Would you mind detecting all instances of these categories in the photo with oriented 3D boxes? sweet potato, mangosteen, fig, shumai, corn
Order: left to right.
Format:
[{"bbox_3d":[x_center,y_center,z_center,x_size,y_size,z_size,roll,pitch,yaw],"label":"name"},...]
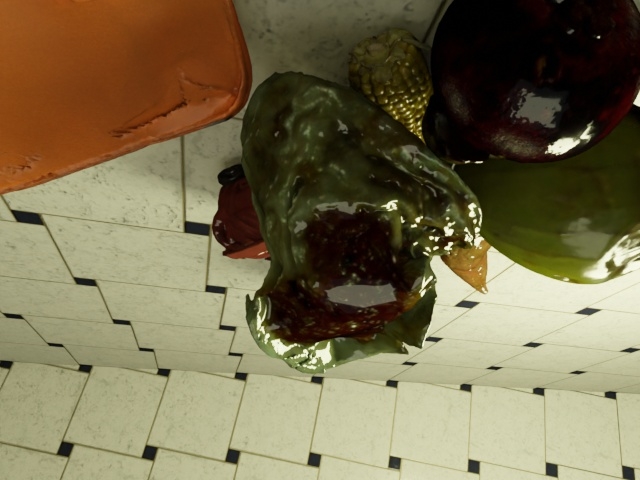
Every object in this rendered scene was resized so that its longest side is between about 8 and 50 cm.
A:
[{"bbox_3d":[0.000,0.000,0.593,0.330,0.288,0.292,38,-178,-20],"label":"shumai"},{"bbox_3d":[0.112,-0.154,0.636,0.091,0.091,0.260,23,168,36],"label":"corn"},{"bbox_3d":[0.266,0.000,0.920,0.106,0.095,0.354,40,168,31],"label":"sweet potato"},{"bbox_3d":[0.205,-0.168,0.496,0.210,0.209,0.210,2,153,1],"label":"mangosteen"},{"bbox_3d":[0.304,-0.064,0.654,0.271,0.239,0.239,6,158,31],"label":"fig"}]

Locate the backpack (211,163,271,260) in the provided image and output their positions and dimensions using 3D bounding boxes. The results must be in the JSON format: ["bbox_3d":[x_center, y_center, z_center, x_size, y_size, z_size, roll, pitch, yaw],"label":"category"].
[{"bbox_3d":[-0.055,-0.043,0.807,0.229,0.138,0.229,3,155,1],"label":"backpack"}]

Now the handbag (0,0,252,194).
[{"bbox_3d":[-0.284,-0.183,0.450,0.410,0.116,0.303,-20,154,-4],"label":"handbag"}]
